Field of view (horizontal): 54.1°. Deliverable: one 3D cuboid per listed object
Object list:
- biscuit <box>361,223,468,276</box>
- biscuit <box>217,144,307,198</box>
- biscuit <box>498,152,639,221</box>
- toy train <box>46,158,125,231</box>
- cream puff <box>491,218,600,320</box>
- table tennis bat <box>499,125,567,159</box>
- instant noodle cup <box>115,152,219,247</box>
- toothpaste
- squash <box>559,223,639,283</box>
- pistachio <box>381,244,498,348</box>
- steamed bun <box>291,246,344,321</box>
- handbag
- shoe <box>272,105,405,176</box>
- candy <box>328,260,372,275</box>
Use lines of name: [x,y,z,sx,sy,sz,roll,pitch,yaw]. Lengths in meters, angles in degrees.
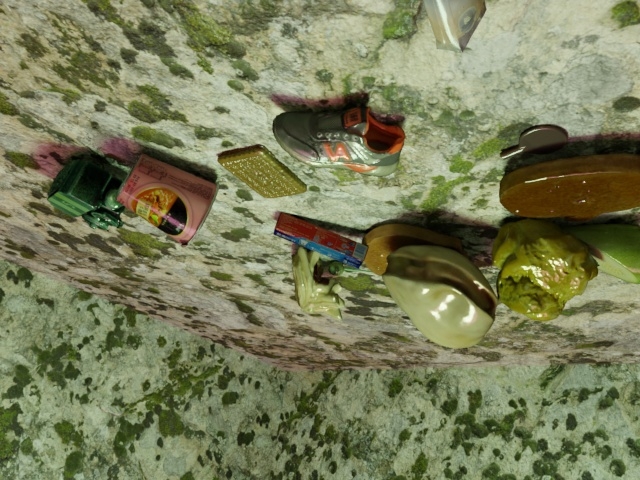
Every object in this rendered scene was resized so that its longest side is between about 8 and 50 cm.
biscuit: [0.320,0.047,2.178,0.365,0.062,0.385,11,155,0]
biscuit: [-0.171,-0.195,1.858,0.172,0.029,0.254,-6,152,33]
biscuit: [0.666,-0.137,1.620,0.394,0.070,0.350,-3,161,19]
toy train: [-0.728,-0.146,2.003,0.238,0.167,0.299,33,157,-28]
cream puff: [0.622,0.081,1.852,0.274,0.270,0.323,43,173,-13]
table tennis bat: [0.508,-0.189,1.506,0.107,0.119,0.170,28,149,-33]
instant noodle cup: [-0.468,-0.134,1.894,0.255,0.244,0.244,28,151,-20]
toothpaste: [0.000,0.000,2.123,0.320,0.066,0.076,23,155,-1]
squash: [0.807,0.045,1.840,0.260,0.189,0.189,-4,153,22]
pistachio: [0.391,0.174,2.002,0.445,0.281,0.365,36,163,-31]
steamed bun: [-0.008,0.192,2.438,0.189,0.247,0.428,-5,154,-3]
handbag: [0.230,-0.423,1.080,0.095,0.117,0.173,18,162,33]
shoe: [0.056,-0.261,1.514,0.336,0.132,0.171,13,152,-12]
candy: [0.130,0.116,2.442,0.202,0.061,0.061,6,158,-13]
